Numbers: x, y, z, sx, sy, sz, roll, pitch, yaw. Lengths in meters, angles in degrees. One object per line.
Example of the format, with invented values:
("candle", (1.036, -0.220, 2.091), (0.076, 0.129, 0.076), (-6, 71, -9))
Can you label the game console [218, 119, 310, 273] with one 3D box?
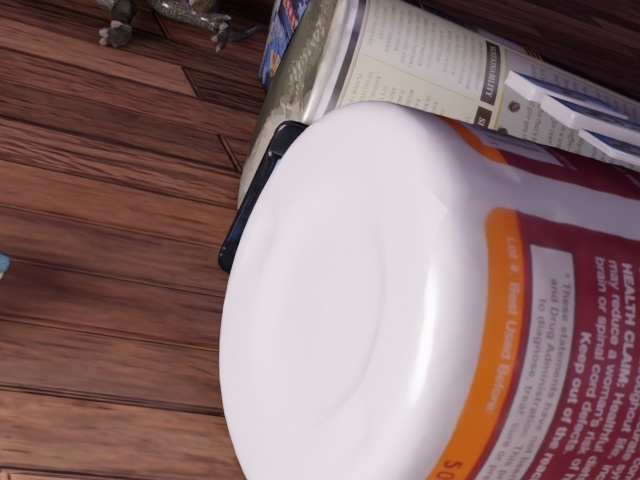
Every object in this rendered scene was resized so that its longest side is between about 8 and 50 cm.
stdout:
("game console", (0.000, 0.000, 0.822), (0.107, 0.122, 0.071), (20, 26, -14))

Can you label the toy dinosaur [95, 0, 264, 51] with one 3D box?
("toy dinosaur", (-0.164, -0.260, 1.171), (0.313, 0.121, 0.160), (-6, 53, -43))

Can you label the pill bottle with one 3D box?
("pill bottle", (0.160, 0.069, 0.728), (0.392, 0.224, 0.224), (12, 28, -29))

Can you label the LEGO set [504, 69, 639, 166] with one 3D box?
("LEGO set", (0.262, -0.066, 0.805), (0.244, 0.060, 0.182), (16, 17, -17))

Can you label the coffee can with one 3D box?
("coffee can", (0.101, -0.062, 0.947), (0.275, 0.201, 0.201), (21, 25, -13))

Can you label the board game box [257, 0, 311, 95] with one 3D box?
("board game box", (0.004, -0.158, 1.097), (0.060, 0.194, 0.194), (0, 47, -17))

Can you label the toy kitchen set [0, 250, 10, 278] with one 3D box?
("toy kitchen set", (-0.274, -0.018, 0.587), (0.166, 0.122, 0.207), (37, 27, 21))
